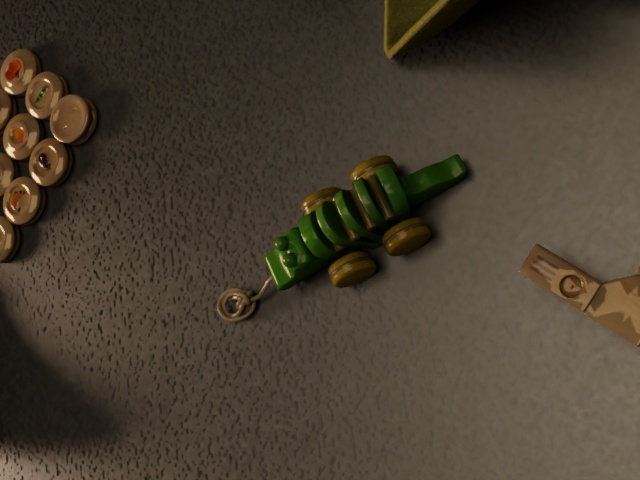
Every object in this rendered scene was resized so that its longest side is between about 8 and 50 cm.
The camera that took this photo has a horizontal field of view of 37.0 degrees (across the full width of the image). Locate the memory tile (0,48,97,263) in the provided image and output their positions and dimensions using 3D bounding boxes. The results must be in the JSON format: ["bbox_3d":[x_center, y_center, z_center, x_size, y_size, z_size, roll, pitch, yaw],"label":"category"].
[{"bbox_3d":[-0.238,-0.065,0.730,0.113,0.012,0.148,40,101,26],"label":"memory tile"}]

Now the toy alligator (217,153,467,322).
[{"bbox_3d":[0.000,0.000,0.574,0.189,0.051,0.056,-31,69,20],"label":"toy alligator"}]

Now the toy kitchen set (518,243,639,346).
[{"bbox_3d":[0.153,0.000,0.486,0.075,0.068,0.083,34,98,27],"label":"toy kitchen set"}]

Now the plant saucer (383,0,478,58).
[{"bbox_3d":[0.086,-0.213,0.520,0.045,0.188,0.188,4,82,-15],"label":"plant saucer"}]
